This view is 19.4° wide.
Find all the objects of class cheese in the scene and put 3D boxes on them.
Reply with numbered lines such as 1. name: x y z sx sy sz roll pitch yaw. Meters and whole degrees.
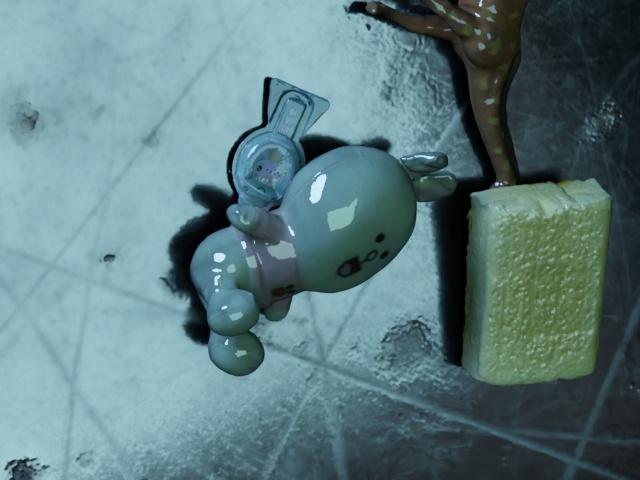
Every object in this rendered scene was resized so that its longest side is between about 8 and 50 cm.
1. cheese: -0.040 -0.082 1.701 0.067 0.026 0.121 22 91 -16

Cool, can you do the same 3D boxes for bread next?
1. bread: 0.198 0.041 1.742 0.125 0.068 0.188 -3 112 -12

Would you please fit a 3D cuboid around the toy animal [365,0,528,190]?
1. toy animal: 0.142 -0.161 1.719 0.229 0.066 0.224 31 88 -24

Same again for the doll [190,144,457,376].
1. doll: -0.010 -0.005 1.672 0.275 0.113 0.155 -38 143 -11
